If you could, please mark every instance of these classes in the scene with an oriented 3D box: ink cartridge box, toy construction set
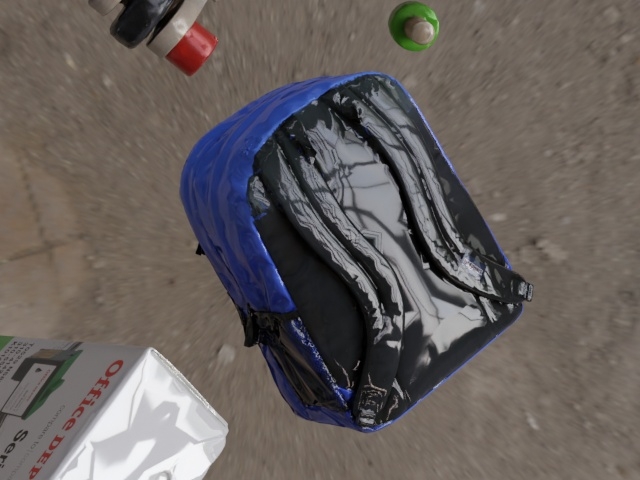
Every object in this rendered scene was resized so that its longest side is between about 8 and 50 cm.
[{"bbox_3d":[-0.191,0.151,1.231,0.092,0.219,0.160,51,59,-28],"label":"ink cartridge box"},{"bbox_3d":[-0.034,-0.247,1.360,0.309,0.237,0.257,16,100,-9],"label":"toy construction set"}]

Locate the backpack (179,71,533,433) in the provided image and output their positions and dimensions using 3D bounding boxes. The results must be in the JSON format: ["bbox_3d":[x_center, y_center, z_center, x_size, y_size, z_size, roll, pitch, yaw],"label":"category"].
[{"bbox_3d":[0.000,0.000,0.697,0.098,0.101,0.120,-40,113,-29],"label":"backpack"}]
